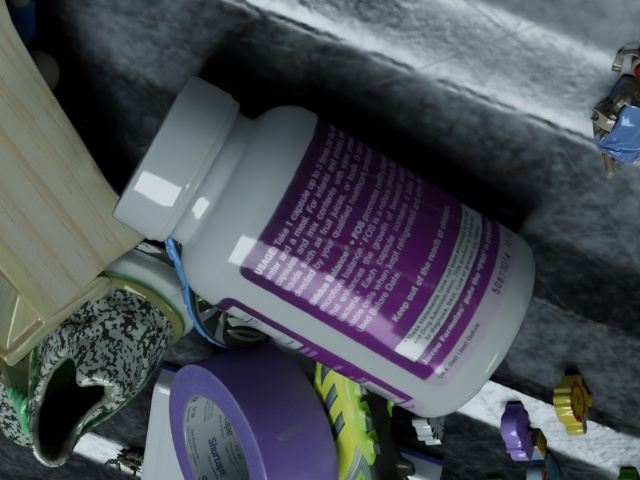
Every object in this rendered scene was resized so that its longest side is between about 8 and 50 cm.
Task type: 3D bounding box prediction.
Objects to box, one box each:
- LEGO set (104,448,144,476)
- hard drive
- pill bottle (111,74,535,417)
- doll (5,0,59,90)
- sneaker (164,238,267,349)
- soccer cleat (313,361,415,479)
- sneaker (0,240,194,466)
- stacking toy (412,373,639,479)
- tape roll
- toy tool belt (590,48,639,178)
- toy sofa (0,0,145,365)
[{"bbox_3d":[-0.223,0.273,1.387,0.083,0.023,0.054,15,144,-14],"label":"LEGO set"},{"bbox_3d":[-0.042,0.264,1.270,0.318,0.040,0.210,19,136,3],"label":"hard drive"},{"bbox_3d":[0.000,0.000,0.870,0.301,0.169,0.169,30,139,-11],"label":"pill bottle"},{"bbox_3d":[-0.273,-0.185,0.874,0.129,0.046,0.189,-13,129,35],"label":"doll"},{"bbox_3d":[-0.084,0.034,1.021,0.078,0.067,0.188,6,135,26],"label":"sneaker"},{"bbox_3d":[0.020,0.171,1.087,0.121,0.093,0.289,11,129,28],"label":"soccer cleat"},{"bbox_3d":[-0.270,0.149,1.139,0.158,0.182,0.410,31,139,-12],"label":"sneaker"},{"bbox_3d":[0.210,0.218,1.111,0.167,0.052,0.221,-10,131,32],"label":"stacking toy"},{"bbox_3d":[-0.068,0.199,1.090,0.189,0.080,0.189,31,129,48],"label":"tape roll"},{"bbox_3d":[0.213,-0.085,0.772,0.052,0.051,0.083,16,139,6],"label":"toy tool belt"},{"bbox_3d":[-0.297,-0.079,0.901,0.150,0.177,0.362,35,161,35],"label":"toy sofa"}]
